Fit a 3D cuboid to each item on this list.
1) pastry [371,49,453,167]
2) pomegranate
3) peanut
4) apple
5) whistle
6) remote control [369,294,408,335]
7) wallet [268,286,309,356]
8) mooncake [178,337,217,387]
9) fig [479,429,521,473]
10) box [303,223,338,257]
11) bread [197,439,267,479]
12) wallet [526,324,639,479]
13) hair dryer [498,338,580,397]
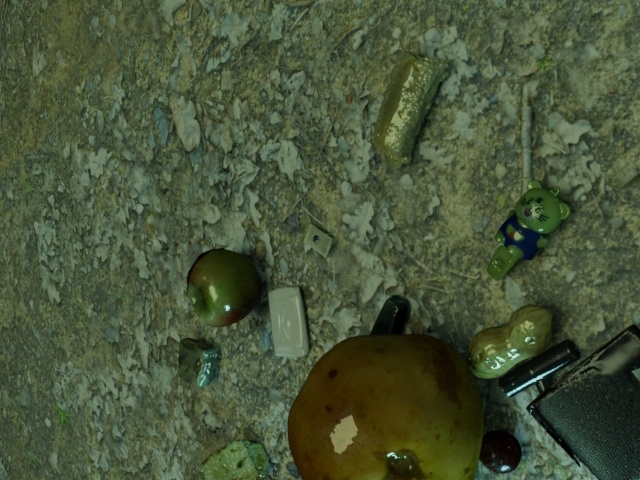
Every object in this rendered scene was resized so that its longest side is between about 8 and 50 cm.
[{"bbox_3d":[0.183,-0.287,1.598,0.121,0.089,0.258,43,117,45],"label":"pastry"},{"bbox_3d":[0.141,0.382,1.497,0.417,0.417,0.416,4,95,41],"label":"pomegranate"},{"bbox_3d":[0.377,0.201,1.448,0.229,0.103,0.098,-43,77,37],"label":"peanut"},{"bbox_3d":[-0.251,0.121,1.936,0.174,0.188,0.207,-15,90,45],"label":"apple"},{"bbox_3d":[0.397,-0.015,1.427,0.105,0.085,0.227,50,123,32],"label":"whistle"},{"bbox_3d":[0.145,0.230,1.691,0.072,0.042,0.222,34,114,37],"label":"remote control"},{"bbox_3d":[-0.086,0.212,1.899,0.124,0.032,0.183,-9,89,44],"label":"wallet"},{"bbox_3d":[-0.357,0.349,2.117,0.130,0.073,0.125,18,101,37],"label":"mooncake"},{"bbox_3d":[0.358,0.444,1.509,0.089,0.089,0.125,63,153,19],"label":"fig"},{"bbox_3d":[0.000,0.000,1.814,0.083,0.024,0.054,35,117,33],"label":"box"},{"bbox_3d":[-0.243,0.634,2.036,0.232,0.088,0.128,-35,79,30],"label":"bread"},{"bbox_3d":[0.539,0.311,1.315,0.221,0.071,0.262,49,116,14],"label":"wallet"},{"bbox_3d":[0.468,0.314,1.420,0.173,0.050,0.195,-44,70,35],"label":"hair dryer"}]
